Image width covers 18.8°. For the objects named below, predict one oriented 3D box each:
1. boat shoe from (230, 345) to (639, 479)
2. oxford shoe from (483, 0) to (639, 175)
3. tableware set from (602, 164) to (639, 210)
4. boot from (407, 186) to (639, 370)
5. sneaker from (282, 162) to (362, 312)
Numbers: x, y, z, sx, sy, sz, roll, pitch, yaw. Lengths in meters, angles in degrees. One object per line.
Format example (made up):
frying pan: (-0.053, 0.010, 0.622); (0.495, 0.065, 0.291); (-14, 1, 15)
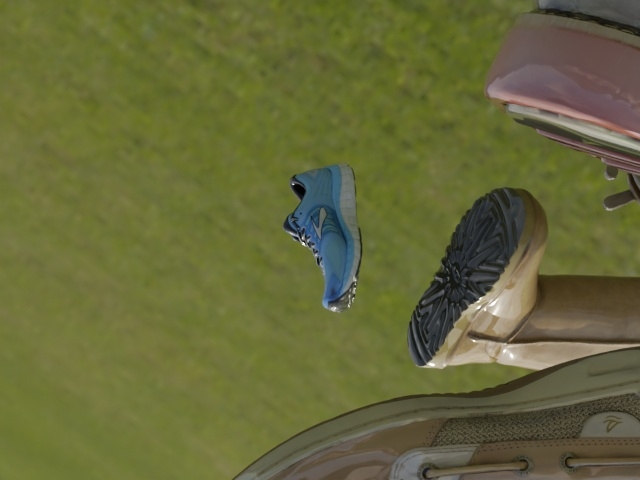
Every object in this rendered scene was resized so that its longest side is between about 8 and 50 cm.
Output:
boat shoe: (0.093, 0.168, 1.270); (0.122, 0.341, 0.110); (71, -178, -56)
oxford shoe: (0.234, -0.072, 0.816); (0.140, 0.147, 0.397); (18, -178, 41)
tableware set: (0.281, -0.083, 1.516); (0.128, 0.194, 0.039); (24, 142, -8)
boot: (0.241, 0.045, 1.806); (0.269, 0.089, 0.236); (5, 143, -25)
sneaker: (0.000, 0.000, 1.856); (0.073, 0.162, 0.063); (-1, 144, -7)
